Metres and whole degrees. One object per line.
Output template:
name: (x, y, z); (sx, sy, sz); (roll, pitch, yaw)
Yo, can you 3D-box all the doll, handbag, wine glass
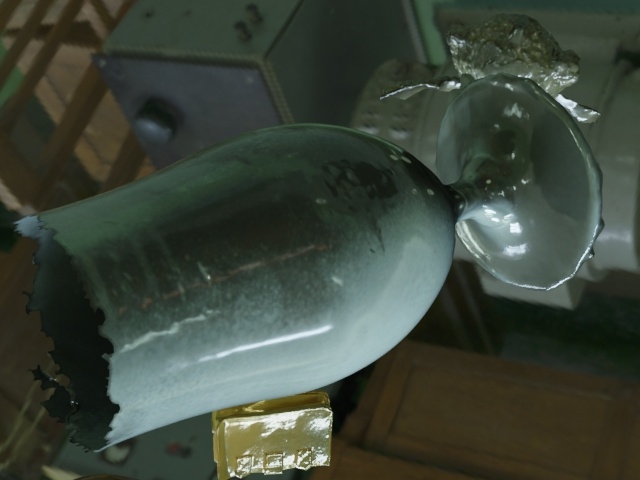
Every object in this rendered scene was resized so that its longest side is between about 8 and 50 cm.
doll: (0.191, -0.129, 1.080); (0.202, 0.091, 0.286); (9, 157, 35)
handbag: (-0.033, 0.136, 0.741); (0.083, 0.027, 0.061); (-3, 119, -11)
wine glass: (0.000, 0.000, 0.403); (0.103, 0.222, 0.103); (28, 127, 46)

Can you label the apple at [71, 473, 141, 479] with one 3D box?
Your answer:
apple: (-0.165, 0.343, 1.023); (0.251, 0.206, 0.272); (-7, 148, 40)
